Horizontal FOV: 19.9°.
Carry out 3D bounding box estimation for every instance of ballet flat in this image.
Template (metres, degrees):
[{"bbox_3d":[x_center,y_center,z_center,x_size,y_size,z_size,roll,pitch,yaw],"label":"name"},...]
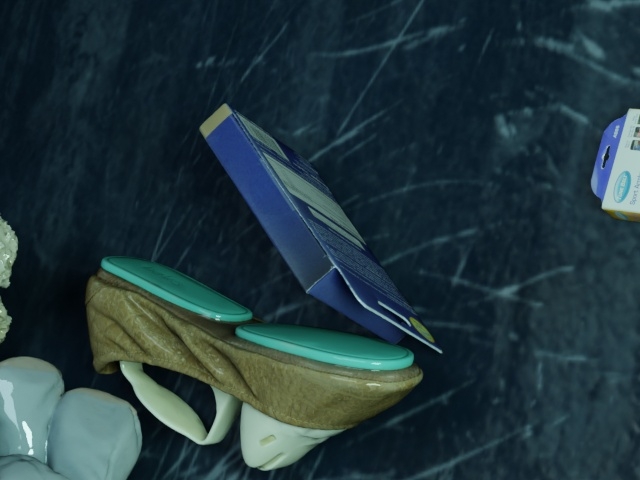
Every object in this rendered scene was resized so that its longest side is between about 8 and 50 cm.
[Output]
[{"bbox_3d":[-0.065,0.108,1.436,0.342,0.116,0.124,16,101,37],"label":"ballet flat"}]

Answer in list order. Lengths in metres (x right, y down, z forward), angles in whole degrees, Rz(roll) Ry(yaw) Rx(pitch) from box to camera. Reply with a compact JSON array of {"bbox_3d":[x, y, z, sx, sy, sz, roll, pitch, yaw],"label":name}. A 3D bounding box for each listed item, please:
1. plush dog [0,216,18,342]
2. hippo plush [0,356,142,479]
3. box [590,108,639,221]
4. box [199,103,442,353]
[{"bbox_3d":[-0.352,0.101,1.591,0.262,0.210,0.225,-14,81,10],"label":"plush dog"},{"bbox_3d":[-0.255,0.250,1.452,0.294,0.234,0.236,33,121,16],"label":"hippo plush"},{"bbox_3d":[0.265,-0.051,1.326,0.136,0.028,0.081,9,76,38],"label":"box"},{"bbox_3d":[0.000,0.000,1.408,0.036,0.136,0.225,-43,54,10],"label":"box"}]
